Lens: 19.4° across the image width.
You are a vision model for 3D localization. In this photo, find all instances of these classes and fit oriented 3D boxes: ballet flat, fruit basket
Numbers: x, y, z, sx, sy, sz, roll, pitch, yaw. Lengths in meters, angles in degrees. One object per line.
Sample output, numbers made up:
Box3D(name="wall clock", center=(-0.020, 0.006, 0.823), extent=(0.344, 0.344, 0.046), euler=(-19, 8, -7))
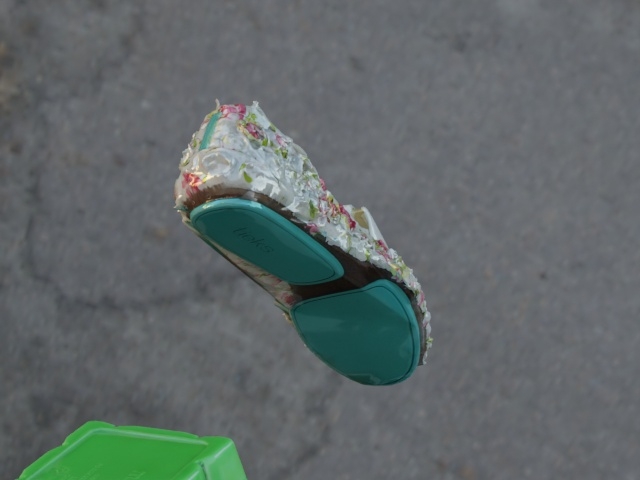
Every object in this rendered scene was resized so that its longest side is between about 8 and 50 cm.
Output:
Box3D(name="ballet flat", center=(0.000, 0.000, 1.047), extent=(0.091, 0.241, 0.077), euler=(-12, 57, 21))
Box3D(name="fruit basket", center=(-0.221, 0.394, 1.778), extent=(0.283, 0.392, 0.392), euler=(4, 39, 23))
